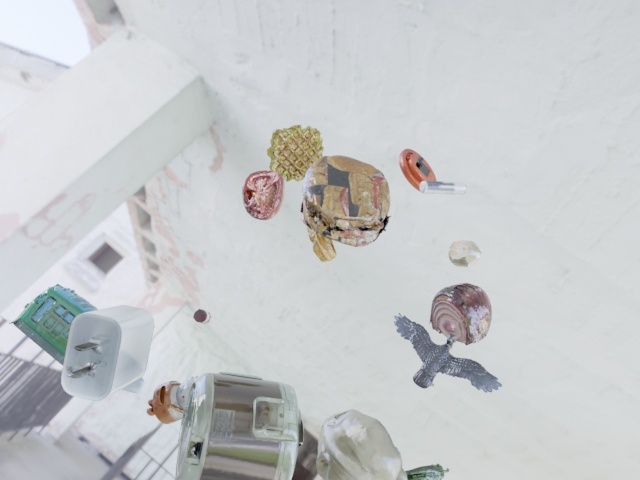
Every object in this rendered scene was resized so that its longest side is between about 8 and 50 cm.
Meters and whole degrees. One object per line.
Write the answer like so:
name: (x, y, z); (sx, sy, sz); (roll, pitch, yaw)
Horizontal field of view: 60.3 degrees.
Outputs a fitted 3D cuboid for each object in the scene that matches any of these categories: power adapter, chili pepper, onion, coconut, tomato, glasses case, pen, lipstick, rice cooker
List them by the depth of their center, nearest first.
pen: (-0.239, 0.155, 1.122); (0.028, 0.028, 0.239); (41, -13, -1)
power adapter: (-0.491, 0.253, 1.254); (0.124, 0.187, 0.255); (10, -1, 4)
rice cooker: (-0.210, 0.528, 1.502); (0.325, 0.336, 0.335); (12, -17, -15)
lipstick: (0.369, -0.159, 1.663); (0.141, 0.040, 0.040); (1, -15, -16)
chili pepper: (0.328, 0.790, 1.817); (0.122, 0.278, 0.065); (103, -29, -47)
tomato: (-0.184, -0.144, 1.855); (0.166, 0.174, 0.082); (-2, -16, 30)
onion: (0.539, 0.253, 2.055); (0.216, 0.206, 0.207); (22, -58, 50)
coconut: (0.556, 0.050, 2.107); (0.124, 0.110, 0.110); (-5, -46, 33)
glasses case: (-0.807, 0.567, 2.241); (0.178, 0.067, 0.045); (22, 2, -12)

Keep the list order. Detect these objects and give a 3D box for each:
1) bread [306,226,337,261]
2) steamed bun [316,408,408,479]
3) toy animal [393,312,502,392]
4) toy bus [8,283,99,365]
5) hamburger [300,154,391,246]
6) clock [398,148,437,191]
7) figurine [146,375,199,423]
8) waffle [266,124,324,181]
bread: (0.000, 0.000, 1.341); (0.083, 0.044, 0.111); (48, 19, -54)
steamed bun: (0.100, 0.689, 1.680); (0.324, 0.219, 0.310); (2, -64, 60)
toy animal: (0.205, 0.208, 0.964); (0.220, 0.108, 0.062); (37, 4, 28)
toy bus: (-0.817, 0.300, 1.828); (0.343, 0.199, 0.183); (34, -7, 8)
hamburger: (0.062, -0.097, 1.262); (0.231, 0.231, 0.107); (34, -35, 16)
clock: (0.388, -0.275, 2.172); (0.205, 0.205, 0.051); (45, -52, -11)
figurine: (-0.463, 0.535, 1.857); (0.271, 0.143, 0.143); (-11, -38, 6)
waffle: (-0.105, -0.372, 2.351); (0.052, 0.254, 0.245); (-133, -139, -63)
